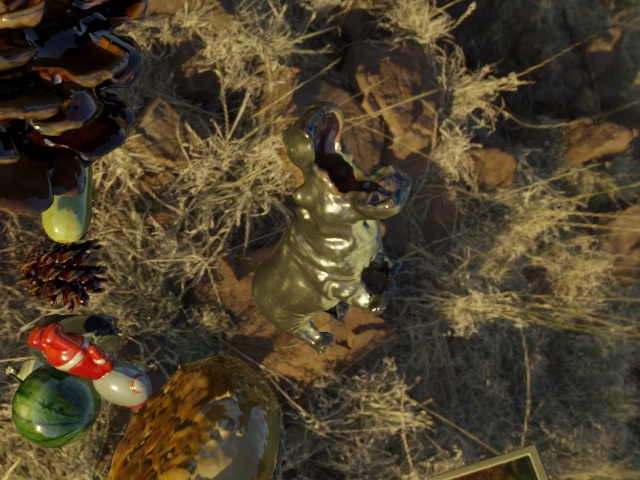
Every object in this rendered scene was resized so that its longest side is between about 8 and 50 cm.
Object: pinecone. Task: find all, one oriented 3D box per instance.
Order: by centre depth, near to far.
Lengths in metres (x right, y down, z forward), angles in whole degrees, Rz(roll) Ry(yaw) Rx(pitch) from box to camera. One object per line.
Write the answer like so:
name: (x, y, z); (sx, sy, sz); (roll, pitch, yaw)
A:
pinecone: (-0.191, -0.125, 0.325); (0.184, 0.205, 0.179); (37, 38, -31)
pinecone: (-0.591, 0.071, 1.270); (0.208, 0.208, 0.207); (8, 79, -41)

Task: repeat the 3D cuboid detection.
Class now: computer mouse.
computer mouse: (-0.467, 0.188, 1.007); (0.062, 0.193, 0.105); (-73, 147, -62)

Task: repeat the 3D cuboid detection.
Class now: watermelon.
watermelon: (-0.620, 0.378, 1.266); (0.188, 0.215, 0.187); (11, 90, -68)

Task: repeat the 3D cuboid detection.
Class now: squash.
squash: (-0.457, -0.109, 0.994); (0.083, 0.083, 0.250); (16, 53, -40)

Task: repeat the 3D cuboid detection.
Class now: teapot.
teapot: (-0.798, 0.363, 1.504); (0.107, 0.200, 0.077); (18, 64, -34)

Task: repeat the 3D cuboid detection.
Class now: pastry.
pastry: (-0.156, 0.308, 0.743); (0.184, 0.316, 0.284); (42, 88, -20)

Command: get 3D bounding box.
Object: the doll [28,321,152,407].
doll: (-0.366, 0.218, 0.916); (0.245, 0.142, 0.076); (43, 52, -31)

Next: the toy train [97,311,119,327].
toy train: (-0.668, 0.282, 1.661); (0.072, 0.188, 0.099); (25, 60, -15)

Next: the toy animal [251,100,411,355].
toy animal: (0.016, 0.004, 0.633); (0.169, 0.343, 0.106); (26, 49, 5)

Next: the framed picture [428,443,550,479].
framed picture: (0.269, 0.438, 0.781); (0.016, 0.184, 0.249); (49, 23, -40)

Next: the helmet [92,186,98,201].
helmet: (-0.669, -0.155, 1.310); (0.140, 0.205, 0.257); (-41, 86, -5)
